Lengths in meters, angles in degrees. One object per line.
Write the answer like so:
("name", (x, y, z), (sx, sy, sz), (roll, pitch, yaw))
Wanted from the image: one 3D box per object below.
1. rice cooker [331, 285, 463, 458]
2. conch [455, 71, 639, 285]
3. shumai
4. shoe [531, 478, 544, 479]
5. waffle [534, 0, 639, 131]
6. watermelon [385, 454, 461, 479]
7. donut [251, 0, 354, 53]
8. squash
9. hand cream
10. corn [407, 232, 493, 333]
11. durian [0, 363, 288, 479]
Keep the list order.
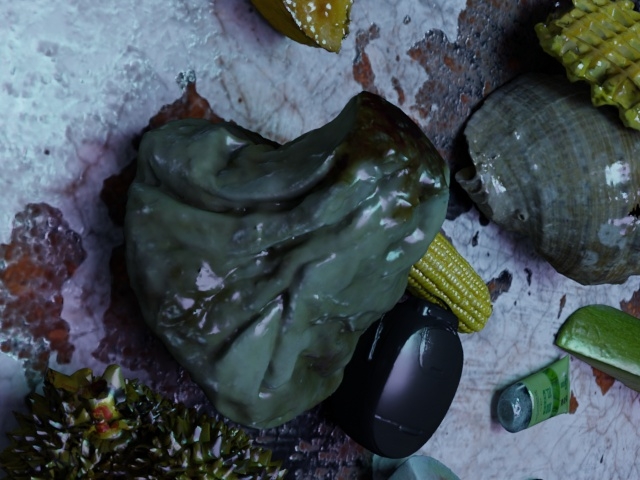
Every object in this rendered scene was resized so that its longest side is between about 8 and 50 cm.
("rice cooker", (0.092, 0.156, 1.150), (0.142, 0.118, 0.203), (28, 78, -40))
("conch", (0.361, -0.096, 1.308), (0.352, 0.210, 0.297), (17, 70, -44))
("shumai", (0.000, 0.000, 0.899), (0.309, 0.263, 0.304), (17, 57, -48))
("shoe", (0.301, 0.426, 1.424), (0.071, 0.049, 0.179), (56, 38, -19))
("waffle", (0.425, -0.252, 1.318), (0.307, 0.060, 0.312), (23, 40, -15))
("watermelon", (0.162, 0.400, 1.187), (0.319, 0.213, 0.290), (-16, 105, -28))
("donut", (-0.022, -0.337, 0.984), (0.152, 0.101, 0.259), (21, 83, -41))
("squash", (0.494, 0.176, 1.575), (0.288, 0.203, 0.111), (21, 81, -6))
("hand cream", (0.324, 0.232, 1.419), (0.175, 0.046, 0.095), (-10, 101, -42))
("corn", (0.137, 0.035, 1.197), (0.248, 0.081, 0.081), (43, 68, -37))
("durian", (-0.164, 0.255, 0.870), (0.293, 0.258, 0.258), (40, 70, -28))
